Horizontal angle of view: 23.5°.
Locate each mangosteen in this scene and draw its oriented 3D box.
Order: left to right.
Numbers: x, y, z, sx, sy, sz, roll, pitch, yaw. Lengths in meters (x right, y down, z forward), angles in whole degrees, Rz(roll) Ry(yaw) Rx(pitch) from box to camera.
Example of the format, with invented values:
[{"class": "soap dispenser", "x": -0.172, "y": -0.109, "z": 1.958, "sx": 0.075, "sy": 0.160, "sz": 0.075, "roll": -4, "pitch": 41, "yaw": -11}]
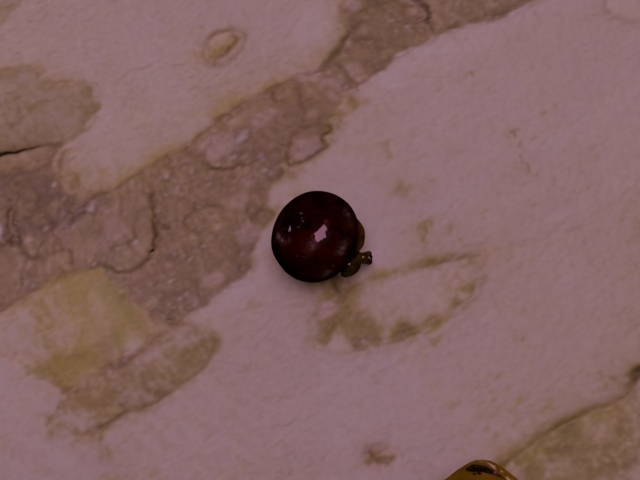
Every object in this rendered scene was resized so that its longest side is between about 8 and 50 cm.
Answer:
[{"class": "mangosteen", "x": -0.002, "y": -0.001, "z": 1.309, "sx": 0.081, "sy": 0.081, "sz": 0.081, "roll": -1, "pitch": 69, "yaw": 2}]

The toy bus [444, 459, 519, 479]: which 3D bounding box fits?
[{"class": "toy bus", "x": 0.053, "y": 0.304, "z": 1.145, "sx": 0.331, "sy": 0.151, "sz": 0.145, "roll": -40, "pitch": 70, "yaw": -12}]
